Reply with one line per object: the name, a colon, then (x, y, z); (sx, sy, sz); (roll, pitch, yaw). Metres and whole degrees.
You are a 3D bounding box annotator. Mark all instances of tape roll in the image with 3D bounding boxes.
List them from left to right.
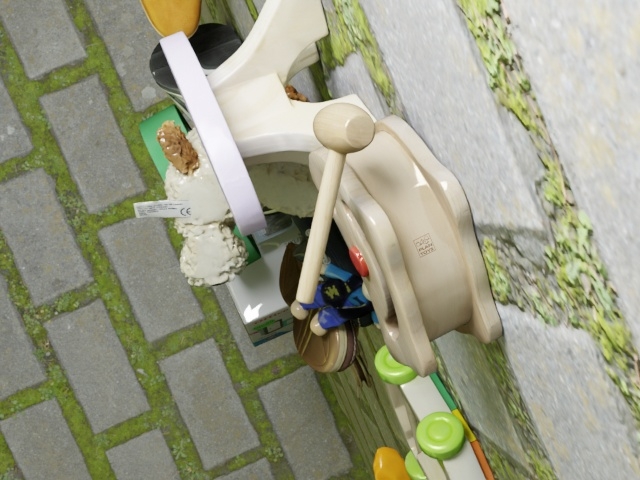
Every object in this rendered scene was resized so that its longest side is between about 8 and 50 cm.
tape roll: (-0.217, -0.090, 1.707); (0.321, 0.077, 0.321); (60, 178, 3)

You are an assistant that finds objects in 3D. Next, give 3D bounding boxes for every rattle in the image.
rattle: (0.158, 0.378, 1.303); (0.199, 0.130, 0.143); (-140, 43, -79)

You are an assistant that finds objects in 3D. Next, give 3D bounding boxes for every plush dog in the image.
plush dog: (-0.117, -0.103, 1.194); (0.210, 0.262, 0.225); (43, -159, -20)

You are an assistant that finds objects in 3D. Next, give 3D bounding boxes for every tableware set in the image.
tableware set: (0.061, 0.238, 1.949); (0.128, 0.039, 0.194); (-121, 9, -48)

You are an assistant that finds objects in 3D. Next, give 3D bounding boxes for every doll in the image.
doll: (0.038, 0.082, 1.272); (0.129, 0.046, 0.189); (41, 147, -12)

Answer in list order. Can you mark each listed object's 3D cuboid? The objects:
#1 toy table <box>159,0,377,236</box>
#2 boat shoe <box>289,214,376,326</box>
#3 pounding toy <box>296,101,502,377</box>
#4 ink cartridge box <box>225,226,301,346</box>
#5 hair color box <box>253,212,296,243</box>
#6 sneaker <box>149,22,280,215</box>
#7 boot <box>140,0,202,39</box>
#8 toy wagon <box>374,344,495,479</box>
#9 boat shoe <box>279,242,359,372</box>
toy table: (-0.052, -0.137, 0.966); (0.252, 0.161, 0.274); (75, 170, -55)
boat shoe: (0.000, 0.000, 1.339); (0.114, 0.091, 0.302); (-140, 27, -75)
pounding toy: (0.032, -0.001, 0.778); (0.154, 0.155, 0.269); (46, 159, 60)
ink cartridge box: (-0.101, 0.081, 2.004); (0.270, 0.198, 0.197); (86, 160, -74)
hair color box: (-0.159, -0.185, 1.892); (0.374, 0.113, 0.185); (-122, 10, -48)
sneaker: (-0.160, -0.189, 1.626); (0.447, 0.169, 0.257); (-124, 14, -48)
boot: (-0.225, -0.447, 1.359); (0.211, 0.104, 0.295); (-161, 63, -77)
toy wagon: (0.163, 0.292, 1.177); (0.267, 0.068, 0.344); (72, 171, -45)
boat shoe: (0.021, 0.105, 1.510); (0.342, 0.123, 0.123); (-122, 46, -65)
